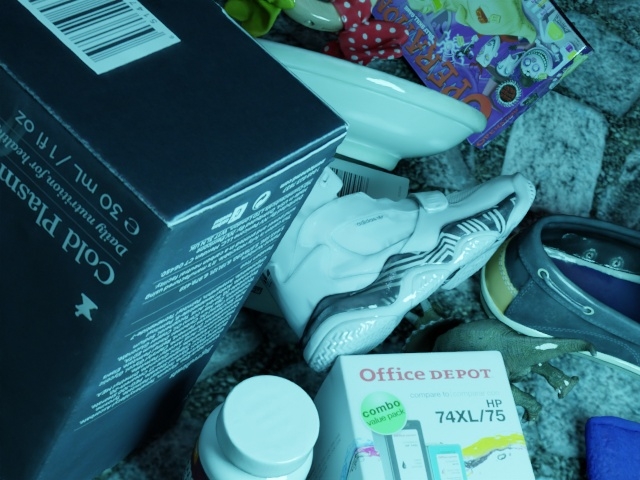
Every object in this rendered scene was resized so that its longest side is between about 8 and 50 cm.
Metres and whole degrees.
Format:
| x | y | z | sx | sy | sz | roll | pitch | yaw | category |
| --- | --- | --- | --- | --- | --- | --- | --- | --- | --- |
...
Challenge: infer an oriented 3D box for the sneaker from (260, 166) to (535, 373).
| x | y | z | sx | sy | sz | roll | pitch | yaw | category |
| --- | --- | --- | --- | --- | --- | --- | --- | --- | --- |
| 0.073 | -0.023 | 1.680 | 0.366 | 0.137 | 0.210 | -35 | 78 | -28 | sneaker |

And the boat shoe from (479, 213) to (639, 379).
| x | y | z | sx | sy | sz | roll | pitch | yaw | category |
| --- | --- | --- | --- | --- | --- | --- | --- | --- | --- |
| 0.455 | 0.084 | 1.868 | 0.500 | 0.156 | 0.187 | 15 | 52 | -8 | boat shoe |

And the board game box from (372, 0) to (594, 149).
| x | y | z | sx | sy | sz | roll | pitch | yaw | category |
| --- | --- | --- | --- | --- | --- | --- | --- | --- | --- |
| 0.197 | -0.324 | 2.048 | 0.347 | 0.208 | 0.056 | 55 | 22 | 21 | board game box |

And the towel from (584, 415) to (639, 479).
| x | y | z | sx | sy | sz | roll | pitch | yaw | category |
| --- | --- | --- | --- | --- | --- | --- | --- | --- | --- |
| 0.423 | 0.362 | 1.722 | 0.228 | 0.076 | 0.308 | 8 | 53 | -8 | towel |

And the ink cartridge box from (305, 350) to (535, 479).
| x | y | z | sx | sy | sz | roll | pitch | yaw | category |
| --- | --- | --- | --- | --- | --- | --- | --- | --- | --- |
| 0.107 | 0.283 | 1.595 | 0.198 | 0.197 | 0.270 | -1 | 57 | -18 | ink cartridge box |

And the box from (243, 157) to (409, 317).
| x | y | z | sx | sy | sz | roll | pitch | yaw | category |
| --- | --- | --- | --- | --- | --- | --- | --- | --- | --- |
| 0.000 | 0.000 | 1.803 | 0.181 | 0.119 | 0.182 | 15 | 55 | -8 | box |

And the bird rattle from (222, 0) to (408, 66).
| x | y | z | sx | sy | sz | roll | pitch | yaw | category |
| --- | --- | --- | --- | --- | --- | --- | --- | --- | --- |
| 0.007 | -0.337 | 1.945 | 0.253 | 0.143 | 0.207 | 18 | 70 | -7 | bird rattle |

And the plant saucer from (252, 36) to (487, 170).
| x | y | z | sx | sy | sz | roll | pitch | yaw | category |
| --- | --- | --- | --- | --- | --- | --- | --- | --- | --- |
| 0.001 | -0.160 | 1.812 | 0.400 | 0.400 | 0.100 | 16 | 90 | -6 | plant saucer |

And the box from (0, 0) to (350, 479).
| x | y | z | sx | sy | sz | roll | pitch | yaw | category |
| --- | --- | --- | --- | --- | --- | --- | --- | --- | --- |
| -0.307 | -0.060 | 1.501 | 0.480 | 0.472 | 0.297 | 42 | 41 | 13 | box |

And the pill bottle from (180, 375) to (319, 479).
| x | y | z | sx | sy | sz | roll | pitch | yaw | category |
| --- | --- | --- | --- | --- | --- | --- | --- | --- | --- |
| -0.077 | 0.238 | 1.554 | 0.121 | 0.221 | 0.121 | 8 | 55 | -12 | pill bottle |

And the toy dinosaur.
| x | y | z | sx | sy | sz | roll | pitch | yaw | category |
| --- | --- | --- | --- | --- | --- | --- | --- | --- | --- |
| 0.196 | 0.143 | 1.718 | 0.160 | 0.313 | 0.121 | 35 | 78 | -20 | toy dinosaur |
